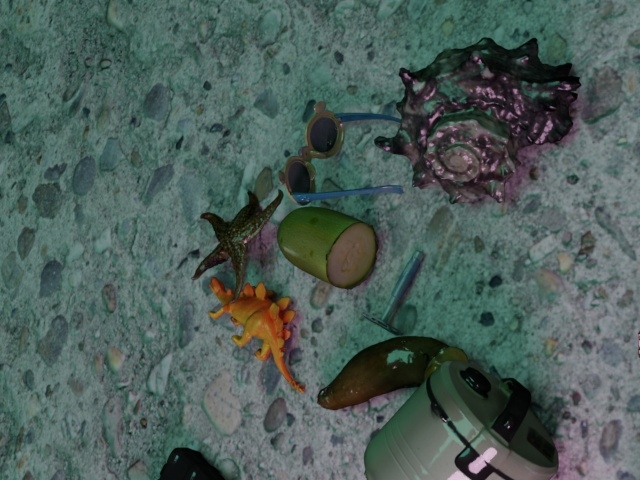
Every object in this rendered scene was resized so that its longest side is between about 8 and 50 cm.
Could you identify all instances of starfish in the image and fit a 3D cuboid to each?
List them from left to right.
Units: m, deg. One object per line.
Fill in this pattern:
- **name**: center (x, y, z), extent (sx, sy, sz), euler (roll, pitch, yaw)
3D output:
- **starfish**: center (-0.147, 0.000, 2.038), extent (0.213, 0.057, 0.238), euler (-32, 40, 27)

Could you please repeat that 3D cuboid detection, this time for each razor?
- **razor**: center (0.125, 0.076, 1.835), extent (0.068, 0.040, 0.135), euler (28, 91, 42)

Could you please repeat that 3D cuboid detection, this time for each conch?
- **conch**: center (0.239, -0.175, 1.728), extent (0.313, 0.186, 0.241), euler (-27, 87, 12)

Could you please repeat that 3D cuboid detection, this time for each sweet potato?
- **sweet potato**: center (0.104, 0.202, 1.770), extent (0.285, 0.085, 0.112), euler (-17, 40, 36)

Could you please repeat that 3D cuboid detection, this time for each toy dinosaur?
- **toy dinosaur**: center (-0.097, 0.136, 1.989), extent (0.288, 0.070, 0.117), euler (42, 105, 35)

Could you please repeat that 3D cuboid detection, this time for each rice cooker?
- **rice cooker**: center (0.198, 0.291, 1.590), extent (0.244, 0.226, 0.226), euler (-53, 50, 17)

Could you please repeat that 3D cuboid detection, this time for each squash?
- **squash**: center (0.000, 0.000, 1.914), extent (0.186, 0.123, 0.123), euler (26, 94, 47)

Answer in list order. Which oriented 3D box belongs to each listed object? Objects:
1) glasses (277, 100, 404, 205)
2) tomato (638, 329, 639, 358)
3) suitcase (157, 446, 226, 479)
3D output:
- **glasses**: center (0.062, -0.124, 1.918), extent (0.220, 0.088, 0.190), euler (13, 58, 24)
- **tomato**: center (0.505, 0.143, 1.420), extent (0.228, 0.101, 0.228), euler (33, 133, 44)
- **suitcase**: center (-0.241, 0.522, 1.992), extent (0.206, 0.066, 0.285), euler (33, 99, 43)
